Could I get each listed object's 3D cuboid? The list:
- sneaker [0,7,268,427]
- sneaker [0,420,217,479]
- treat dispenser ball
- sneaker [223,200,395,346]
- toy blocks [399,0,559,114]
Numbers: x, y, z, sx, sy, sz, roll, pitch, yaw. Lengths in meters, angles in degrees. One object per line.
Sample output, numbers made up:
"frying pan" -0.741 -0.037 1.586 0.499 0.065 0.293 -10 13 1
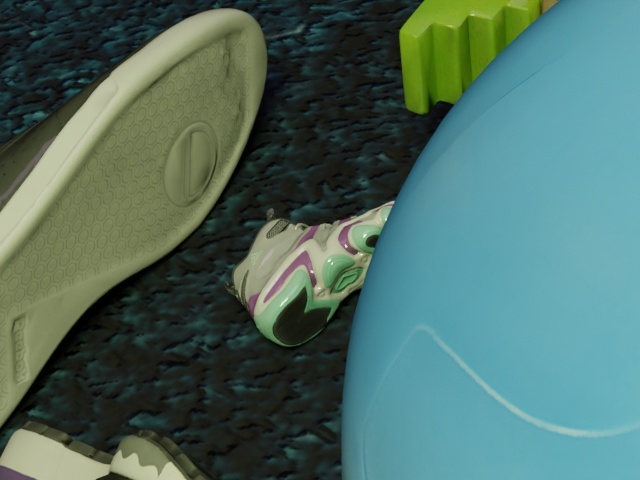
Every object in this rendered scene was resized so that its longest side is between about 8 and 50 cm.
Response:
"sneaker" -0.155 -0.024 0.814 0.147 0.104 0.296 21 57 33
"sneaker" -0.078 0.138 0.543 0.124 0.107 0.283 -46 11 -19
"treat dispenser ball" 0.149 0.052 0.449 0.288 0.288 0.288 -12 39 9
"sneaker" 0.000 0.000 0.776 0.098 0.038 0.069 -32 41 -16
"toy blocks" 0.243 -0.173 0.802 0.261 0.191 0.381 21 53 25
